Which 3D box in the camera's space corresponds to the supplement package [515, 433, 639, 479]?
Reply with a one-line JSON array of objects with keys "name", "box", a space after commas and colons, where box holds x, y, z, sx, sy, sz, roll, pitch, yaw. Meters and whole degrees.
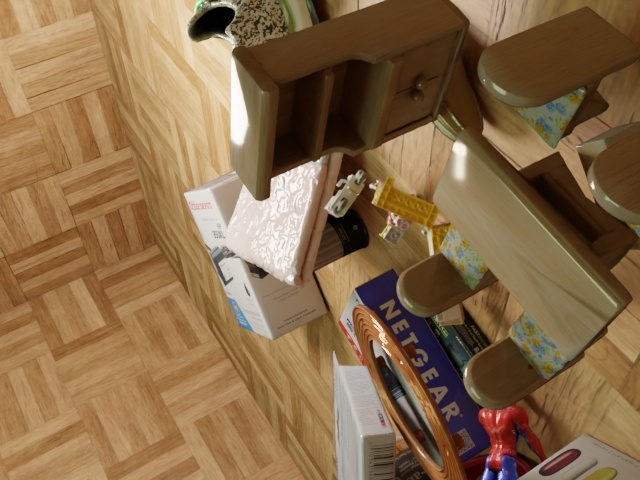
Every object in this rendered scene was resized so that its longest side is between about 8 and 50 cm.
[{"name": "supplement package", "box": [0.395, 0.406, 0.920, 0.262, 0.145, 0.204, 19, 132, 62]}]

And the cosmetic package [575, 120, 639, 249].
[{"name": "cosmetic package", "box": [0.303, -0.053, 0.726, 0.041, 0.060, 0.115, -3, 110, 67]}]

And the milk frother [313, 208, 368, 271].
[{"name": "milk frother", "box": [0.000, 0.000, 1.436, 0.129, 0.134, 0.143, 58, 159, 20]}]

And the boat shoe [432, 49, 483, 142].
[{"name": "boat shoe", "box": [0.152, -0.210, 0.915, 0.190, 0.068, 0.072, 60, 148, 12]}]

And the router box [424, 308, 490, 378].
[{"name": "router box", "box": [0.223, 0.156, 1.206, 0.122, 0.038, 0.092, 55, 159, 23]}]

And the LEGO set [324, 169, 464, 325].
[{"name": "LEGO set", "box": [0.142, -0.006, 1.129, 0.287, 0.132, 0.107, 45, -178, -13]}]

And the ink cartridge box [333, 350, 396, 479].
[{"name": "ink cartridge box", "box": [0.082, 0.424, 1.414, 0.330, 0.071, 0.324, -109, 16, -71]}]

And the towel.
[{"name": "towel", "box": [-0.074, -0.098, 1.382, 0.332, 0.053, 0.317, 23, 100, 61]}]

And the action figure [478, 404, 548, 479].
[{"name": "action figure", "box": [0.288, 0.355, 1.098, 0.091, 0.280, 0.139, -14, 144, 44]}]

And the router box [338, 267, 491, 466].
[{"name": "router box", "box": [0.160, 0.244, 1.342, 0.335, 0.082, 0.301, 59, 168, 14]}]

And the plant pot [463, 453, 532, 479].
[{"name": "plant pot", "box": [0.293, 0.476, 1.205, 0.174, 0.191, 0.191, 61, 161, -12]}]

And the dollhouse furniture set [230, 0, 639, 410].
[{"name": "dollhouse furniture set", "box": [0.116, -0.045, 0.731, 0.394, 0.256, 0.362, 54, 156, 25]}]

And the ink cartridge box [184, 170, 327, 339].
[{"name": "ink cartridge box", "box": [-0.170, 0.024, 1.842, 0.285, 0.166, 0.395, 2, 115, 67]}]

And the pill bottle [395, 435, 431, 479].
[{"name": "pill bottle", "box": [0.218, 0.539, 1.498, 0.278, 0.162, 0.162, 36, 146, 52]}]

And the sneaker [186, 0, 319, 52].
[{"name": "sneaker", "box": [-0.168, -0.417, 1.288, 0.410, 0.182, 0.158, 38, 148, 51]}]

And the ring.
[{"name": "ring", "box": [0.140, 0.246, 1.132, 0.337, 0.032, 0.336, 59, 168, 21]}]
